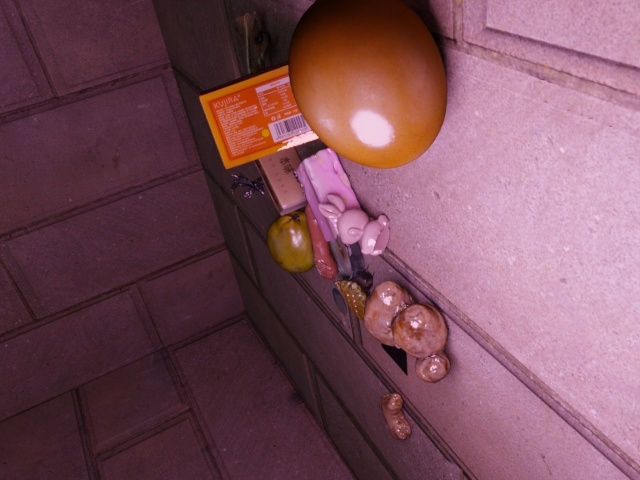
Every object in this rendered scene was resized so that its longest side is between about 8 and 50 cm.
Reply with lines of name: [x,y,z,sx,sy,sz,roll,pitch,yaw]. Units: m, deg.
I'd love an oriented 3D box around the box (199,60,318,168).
box: [-0.133,-0.346,1.558,0.259,0.283,0.214,-72,-35,-72]

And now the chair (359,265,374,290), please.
chair: [0.147,0.119,1.866,0.042,0.037,0.086,42,148,28]

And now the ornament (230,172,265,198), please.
ornament: [-0.245,-0.263,2.197,0.202,0.236,0.080,64,156,6]

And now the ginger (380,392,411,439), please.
ginger: [0.262,0.621,2.108,0.137,0.074,0.213,21,136,54]

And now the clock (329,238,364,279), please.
clock: [0.071,0.026,1.955,0.226,0.049,0.226,55,159,32]

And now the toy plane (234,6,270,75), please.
toy plane: [-0.211,-0.622,1.888,0.229,0.092,0.244,40,150,50]

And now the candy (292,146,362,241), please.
candy: [0.028,-0.135,1.764,0.265,0.116,0.155,66,162,3]

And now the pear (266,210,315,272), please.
pear: [-0.091,0.009,2.145,0.212,0.212,0.269,52,155,39]

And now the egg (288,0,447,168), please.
egg: [0.089,-0.303,1.105,0.351,0.283,0.282,60,162,-1]

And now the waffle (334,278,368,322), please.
waffle: [0.130,0.209,1.955,0.208,0.054,0.214,57,167,-11]

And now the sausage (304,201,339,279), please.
sausage: [0.001,0.000,1.929,0.078,0.078,0.304,37,145,58]

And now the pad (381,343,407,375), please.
pad: [0.236,0.316,1.913,0.163,0.004,0.243,47,154,47]

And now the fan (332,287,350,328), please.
fan: [0.085,0.267,2.283,0.175,0.005,0.113,69,162,-8]

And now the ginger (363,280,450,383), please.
ginger: [0.236,0.238,1.567,0.304,0.155,0.244,45,151,51]

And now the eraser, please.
eraser: [-0.146,-0.270,2.055,0.343,0.144,0.078,63,164,9]

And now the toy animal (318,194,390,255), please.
toy animal: [0.090,-0.043,1.639,0.212,0.124,0.124,31,147,25]
